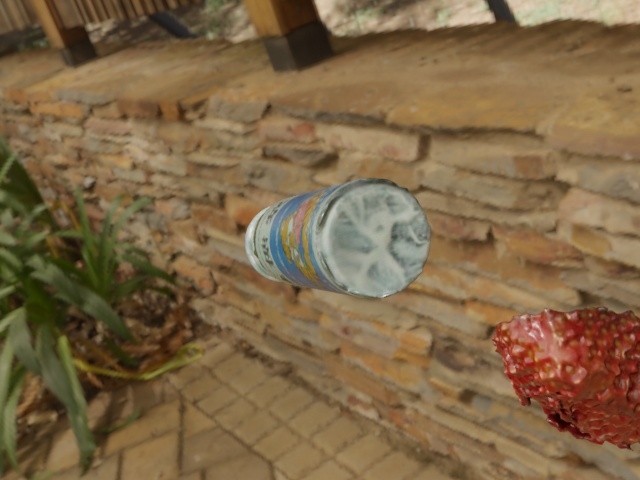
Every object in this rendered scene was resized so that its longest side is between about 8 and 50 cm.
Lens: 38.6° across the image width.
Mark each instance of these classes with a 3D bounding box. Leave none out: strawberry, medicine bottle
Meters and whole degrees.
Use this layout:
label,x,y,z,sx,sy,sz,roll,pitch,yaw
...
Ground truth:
label,x,y,z,sx,sy,sz,roll,pitch,yaw
strawberry,0.252,0.128,0.798,0.188,0.106,0.286,-21,-23,38
medicine bottle,0.000,0.000,0.455,0.051,0.051,0.191,-25,4,-12
